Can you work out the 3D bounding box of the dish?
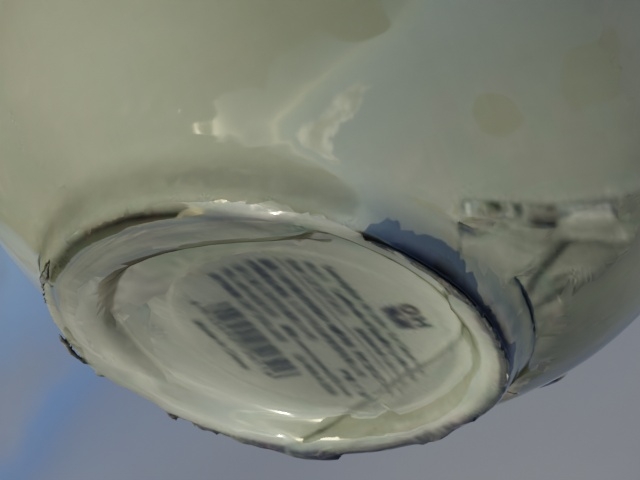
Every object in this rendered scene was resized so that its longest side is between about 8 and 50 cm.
[{"bbox_3d":[0.000,0.000,0.402,0.224,0.246,0.078,0,-123,18],"label":"dish"}]
